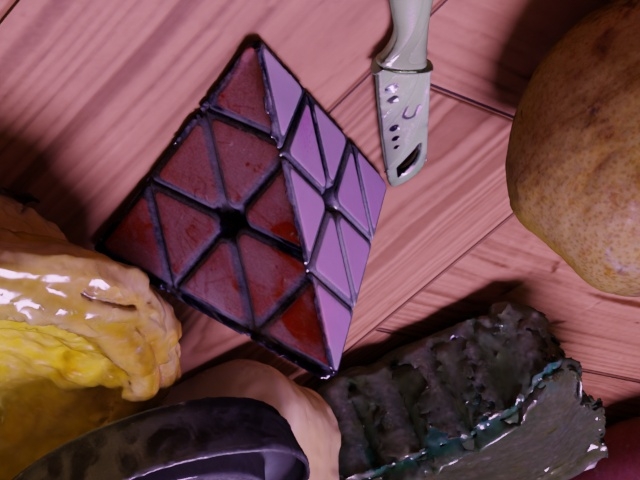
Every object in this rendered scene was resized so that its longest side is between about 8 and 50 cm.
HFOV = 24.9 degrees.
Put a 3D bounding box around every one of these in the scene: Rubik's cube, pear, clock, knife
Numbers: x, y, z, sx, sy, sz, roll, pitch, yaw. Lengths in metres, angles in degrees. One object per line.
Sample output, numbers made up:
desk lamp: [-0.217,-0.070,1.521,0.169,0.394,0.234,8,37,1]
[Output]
Rubik's cube: [0.000,0.000,0.974,0.178,0.190,0.211,-14,157,-47]
pear: [0.243,-0.068,0.955,0.228,0.188,0.211,-1,151,-31]
clock: [-0.119,0.181,1.023,0.226,0.049,0.226,-18,155,-9]
knife: [0.052,-0.120,0.924,0.043,0.020,0.293,-20,150,-8]

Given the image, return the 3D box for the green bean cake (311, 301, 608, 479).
green bean cake: [0.125,0.172,1.313,0.255,0.132,0.241,-29,149,8]

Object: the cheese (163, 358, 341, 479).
cheese: [-0.129,0.319,1.169,0.384,0.384,0.104,-30,150,13]

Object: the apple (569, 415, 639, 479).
apple: [0.348,0.330,1.564,0.305,0.306,0.235,-27,174,8]

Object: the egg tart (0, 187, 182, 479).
egg tart: [-0.257,0.073,0.917,0.345,0.132,0.345,-17,149,-11]
